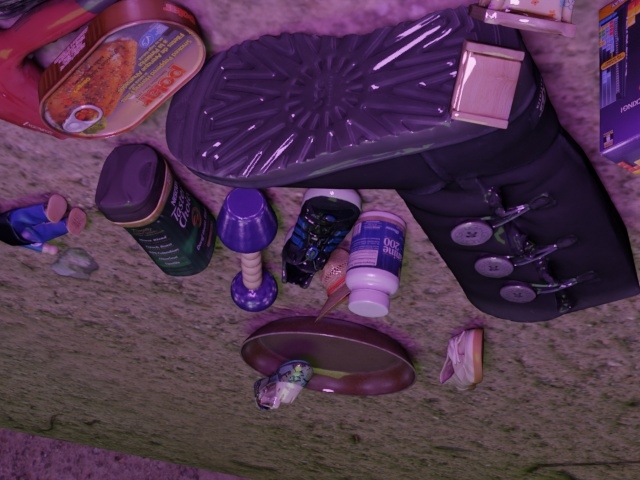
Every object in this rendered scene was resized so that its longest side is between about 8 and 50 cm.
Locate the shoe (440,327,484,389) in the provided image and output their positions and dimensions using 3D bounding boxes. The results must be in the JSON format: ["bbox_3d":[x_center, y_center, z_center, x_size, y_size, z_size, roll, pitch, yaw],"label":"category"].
[{"bbox_3d":[0.228,0.197,1.389,0.058,0.076,0.219,2,155,5],"label":"shoe"}]

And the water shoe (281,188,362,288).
[{"bbox_3d":[0.000,0.000,1.069,0.073,0.080,0.203,14,154,-8],"label":"water shoe"}]

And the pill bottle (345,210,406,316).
[{"bbox_3d":[0.067,0.030,1.060,0.067,0.120,0.067,8,154,4],"label":"pill bottle"}]

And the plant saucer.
[{"bbox_3d":[0.016,0.199,1.499,0.310,0.050,0.310,8,154,4],"label":"plant saucer"}]

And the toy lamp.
[{"bbox_3d":[-0.093,0.015,1.135,0.080,0.080,0.275,8,153,3],"label":"toy lamp"}]

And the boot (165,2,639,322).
[{"bbox_3d":[0.108,-0.044,0.905,0.367,0.146,0.445,0,159,32],"label":"boot"}]

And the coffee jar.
[{"bbox_3d":[-0.198,-0.035,1.051,0.079,0.096,0.184,-4,151,20],"label":"coffee jar"}]

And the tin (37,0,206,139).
[{"bbox_3d":[-0.188,-0.158,0.811,0.189,0.040,0.106,-32,147,33],"label":"tin"}]

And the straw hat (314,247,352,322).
[{"bbox_3d":[0.028,0.045,1.160,0.061,0.144,0.144,52,151,6],"label":"straw hat"}]

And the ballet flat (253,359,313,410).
[{"bbox_3d":[-0.067,0.265,1.532,0.070,0.070,0.188,19,152,-17],"label":"ballet flat"}]

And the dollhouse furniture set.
[{"bbox_3d":[0.185,-0.151,0.567,0.161,0.182,0.101,10,-162,0],"label":"dollhouse furniture set"}]

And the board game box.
[{"bbox_3d":[0.281,-0.143,0.618,0.048,0.141,0.170,24,150,-27],"label":"board game box"}]

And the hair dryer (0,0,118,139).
[{"bbox_3d":[-0.282,-0.182,0.805,0.223,0.080,0.293,10,154,-2],"label":"hair dryer"}]

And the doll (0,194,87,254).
[{"bbox_3d":[-0.417,-0.017,1.219,0.189,0.046,0.129,-9,147,32],"label":"doll"}]
